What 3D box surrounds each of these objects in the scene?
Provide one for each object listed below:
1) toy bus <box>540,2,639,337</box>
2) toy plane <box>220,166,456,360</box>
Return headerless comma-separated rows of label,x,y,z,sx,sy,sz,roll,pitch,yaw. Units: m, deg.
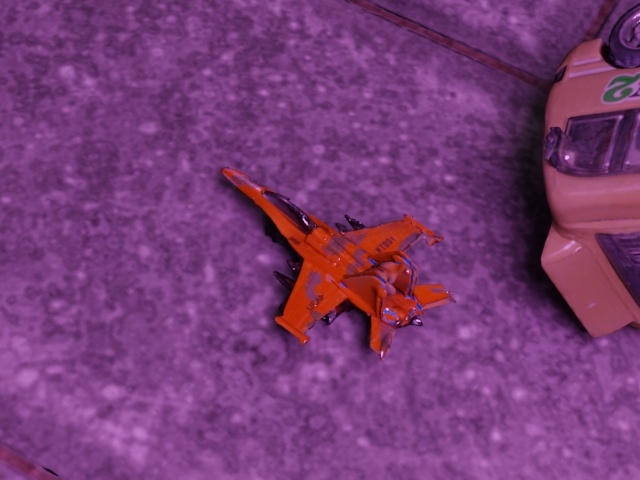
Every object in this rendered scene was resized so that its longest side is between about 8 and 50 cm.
toy bus,0.316,-0.047,0.843,0.365,0.177,0.202,-5,49,40
toy plane,0.000,0.008,0.931,0.188,0.062,0.135,31,54,32
